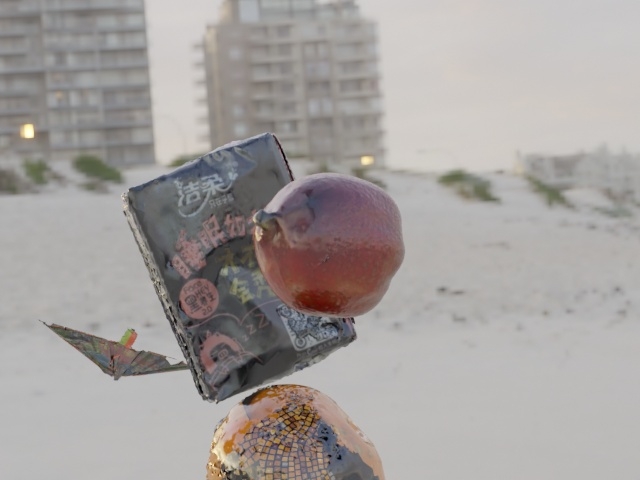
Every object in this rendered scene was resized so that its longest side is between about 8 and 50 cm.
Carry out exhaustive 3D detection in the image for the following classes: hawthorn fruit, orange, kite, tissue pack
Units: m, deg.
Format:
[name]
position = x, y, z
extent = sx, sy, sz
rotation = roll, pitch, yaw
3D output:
[hawthorn fruit]
position = 0.000, 0.000, 1.647
extent = 0.188, 0.169, 0.169
rotation = 24, -16, -27
[orange]
position = -0.025, 0.276, 1.696
extent = 0.182, 0.234, 0.234
rotation = -41, 1, -5
[kite]
position = -0.302, 0.166, 2.137
extent = 0.241, 0.014, 0.183
rotation = 21, -32, -10
[tissue pack]
position = -0.111, 0.036, 2.032
extent = 0.245, 0.332, 0.123
rotation = -23, 0, -13
